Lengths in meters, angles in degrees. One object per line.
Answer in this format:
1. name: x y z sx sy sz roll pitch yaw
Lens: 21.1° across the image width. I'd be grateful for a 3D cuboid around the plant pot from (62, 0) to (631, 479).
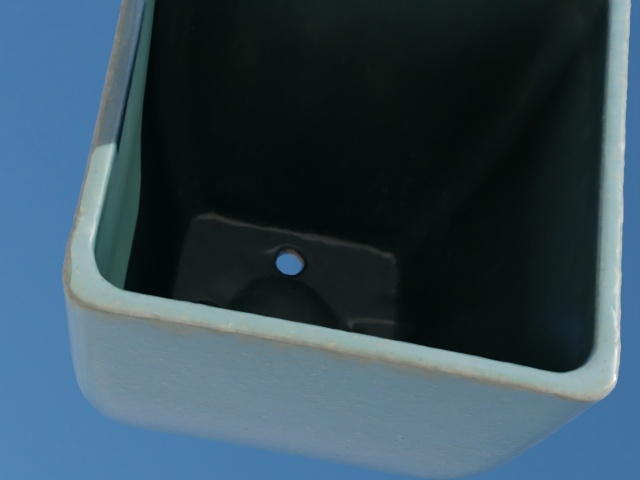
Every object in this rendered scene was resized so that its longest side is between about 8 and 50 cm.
1. plant pot: 0.000 0.000 0.898 0.247 0.247 0.252 11 -30 -6
